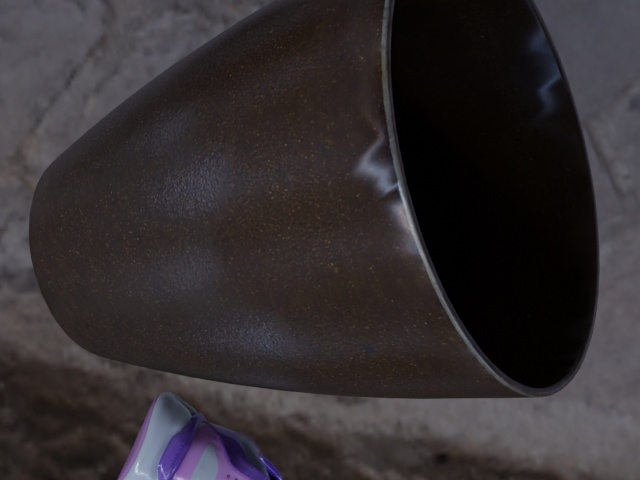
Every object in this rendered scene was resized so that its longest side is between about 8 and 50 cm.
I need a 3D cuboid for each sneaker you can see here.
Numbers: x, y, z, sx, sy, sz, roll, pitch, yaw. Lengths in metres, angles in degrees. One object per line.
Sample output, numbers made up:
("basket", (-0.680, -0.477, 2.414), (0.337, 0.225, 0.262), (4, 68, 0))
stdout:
("sneaker", (-0.077, 0.176, 1.173), (0.105, 0.095, 0.236), (21, 169, 5))

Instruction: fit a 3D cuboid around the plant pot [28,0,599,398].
("plant pot", (-0.015, -0.015, 0.781), (0.230, 0.215, 0.215), (-13, 142, 29))
